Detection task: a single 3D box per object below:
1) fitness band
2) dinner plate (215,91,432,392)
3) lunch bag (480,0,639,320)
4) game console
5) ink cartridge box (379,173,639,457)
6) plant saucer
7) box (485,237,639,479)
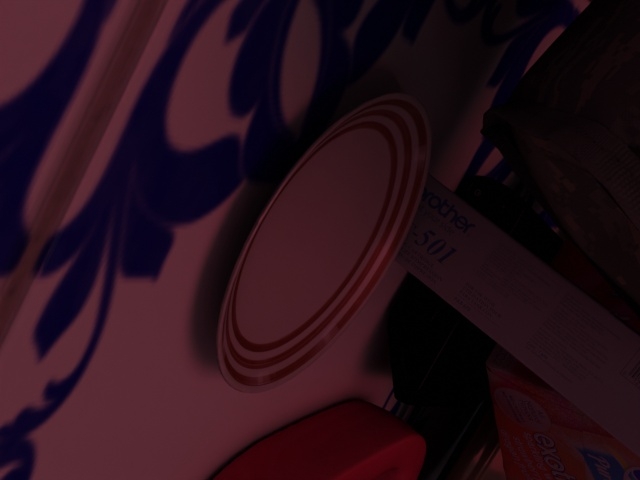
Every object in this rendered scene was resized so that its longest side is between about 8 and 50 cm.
[{"bbox_3d":[-0.030,0.192,0.662,0.291,0.054,0.209,-10,125,-65],"label":"fitness band"},{"bbox_3d":[0.000,0.000,0.499,0.141,0.017,0.141,-45,154,-30],"label":"dinner plate"},{"bbox_3d":[0.197,-0.068,0.451,0.235,0.169,0.287,-40,177,6],"label":"lunch bag"},{"bbox_3d":[0.156,-0.055,0.747,0.361,0.044,0.213,-60,160,3],"label":"game console"},{"bbox_3d":[0.123,0.049,0.576,0.046,0.207,0.097,-52,160,5],"label":"ink cartridge box"},{"bbox_3d":[0.136,0.142,0.908,0.277,0.041,0.278,-56,170,-16],"label":"plant saucer"},{"bbox_3d":[0.240,0.035,0.746,0.300,0.142,0.154,-51,146,-28],"label":"box"}]
